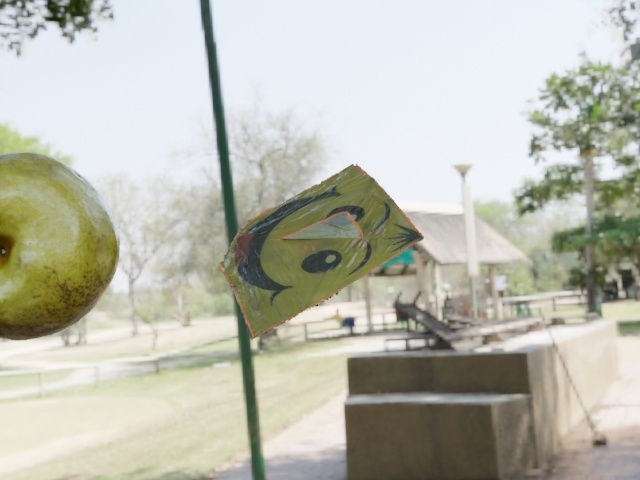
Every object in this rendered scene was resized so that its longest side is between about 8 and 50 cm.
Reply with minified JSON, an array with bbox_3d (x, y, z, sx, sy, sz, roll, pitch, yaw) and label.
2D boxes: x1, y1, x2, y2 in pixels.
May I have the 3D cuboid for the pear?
[{"bbox_3d":[-0.306,0.006,0.904,0.197,0.197,0.197,-3,-5,0],"label":"pear"}]

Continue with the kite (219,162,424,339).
[{"bbox_3d":[0.001,0.002,1.270,0.327,0.013,0.377,-2,41,29],"label":"kite"}]
